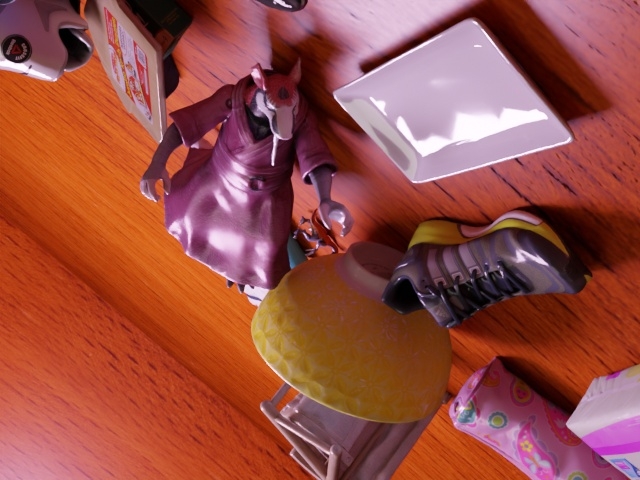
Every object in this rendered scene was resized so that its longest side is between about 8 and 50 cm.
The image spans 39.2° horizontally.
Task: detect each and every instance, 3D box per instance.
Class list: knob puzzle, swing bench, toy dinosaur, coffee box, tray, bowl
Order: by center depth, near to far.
[{"bbox_3d":[0.124,-0.133,0.886,0.145,0.030,0.270,45,158,-15],"label":"tray"},{"bbox_3d":[-0.251,-0.313,1.133,0.184,0.040,0.113,45,158,-12],"label":"coffee box"},{"bbox_3d":[-0.242,-0.238,1.137,0.213,0.030,0.213,45,151,33],"label":"knob puzzle"},{"bbox_3d":[0.065,0.096,1.223,0.289,0.289,0.156,31,115,21],"label":"bowl"},{"bbox_3d":[0.000,0.000,1.350,0.082,0.047,0.090,27,153,-19],"label":"toy dinosaur"},{"bbox_3d":[0.067,0.267,1.474,0.165,0.253,0.255,27,155,31],"label":"swing bench"}]

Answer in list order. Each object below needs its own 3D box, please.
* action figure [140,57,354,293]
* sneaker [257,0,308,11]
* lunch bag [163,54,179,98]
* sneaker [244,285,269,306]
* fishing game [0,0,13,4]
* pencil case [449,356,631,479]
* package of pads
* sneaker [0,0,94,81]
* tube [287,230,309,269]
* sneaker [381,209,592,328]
[{"bbox_3d":[-0.071,-0.104,1.134,0.248,0.276,0.370,22,139,-4],"label":"action figure"},{"bbox_3d":[-0.046,-0.293,0.777,0.162,0.106,0.281,33,168,-1],"label":"sneaker"},{"bbox_3d":[-0.247,-0.238,1.239,0.065,0.067,0.098,29,155,25],"label":"lunch bag"},{"bbox_3d":[-0.086,0.068,1.573,0.235,0.090,0.095,3,129,56],"label":"sneaker"},{"bbox_3d":[-0.361,-0.344,0.982,0.189,0.264,0.041,39,-178,7],"label":"fishing game"},{"bbox_3d":[0.323,0.296,1.294,0.284,0.124,0.124,38,159,6],"label":"pencil case"},{"bbox_3d":[0.440,0.230,0.989,0.229,0.101,0.296,39,160,3],"label":"package of pads"},{"bbox_3d":[-0.365,-0.275,1.160,0.146,0.122,0.330,27,-158,-20],"label":"sneaker"},{"bbox_3d":[-0.082,-0.027,1.425,0.080,0.052,0.207,10,140,44],"label":"tube"},{"bbox_3d":[0.181,0.046,1.021,0.111,0.121,0.300,46,158,-17],"label":"sneaker"}]
